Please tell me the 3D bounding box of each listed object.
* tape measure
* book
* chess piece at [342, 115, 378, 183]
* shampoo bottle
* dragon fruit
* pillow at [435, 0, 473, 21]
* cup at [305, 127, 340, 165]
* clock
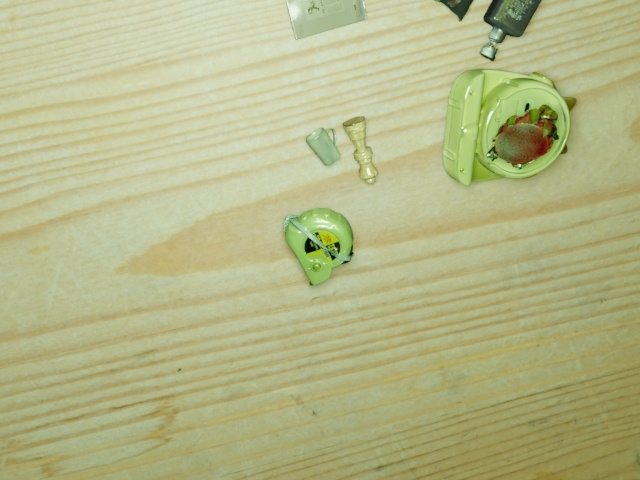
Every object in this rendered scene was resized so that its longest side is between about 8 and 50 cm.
[{"bbox_3d":[0.000,0.000,1.491,0.175,0.106,0.200,-25,112,15],"label":"tape measure"},{"bbox_3d":[0.010,-0.552,1.324,0.182,0.014,0.127,-18,113,-4],"label":"book"},{"bbox_3d":[0.107,-0.224,1.451,0.060,0.060,0.172,-21,116,-2],"label":"chess piece"},{"bbox_3d":[0.475,-0.584,1.369,0.098,0.071,0.309,22,105,-19],"label":"shampoo bottle"},{"bbox_3d":[0.497,-0.248,1.361,0.175,0.142,0.138,-44,145,-24],"label":"dragon fruit"},{"bbox_3d":[0.343,-0.607,1.348,0.090,0.048,0.150,30,107,-12],"label":"pillow"},{"bbox_3d":[0.011,-0.239,1.434,0.055,0.075,0.083,-17,123,37],"label":"cup"},{"bbox_3d":[0.497,-0.288,1.465,0.349,0.117,0.286,-3,112,-10],"label":"clock"}]
